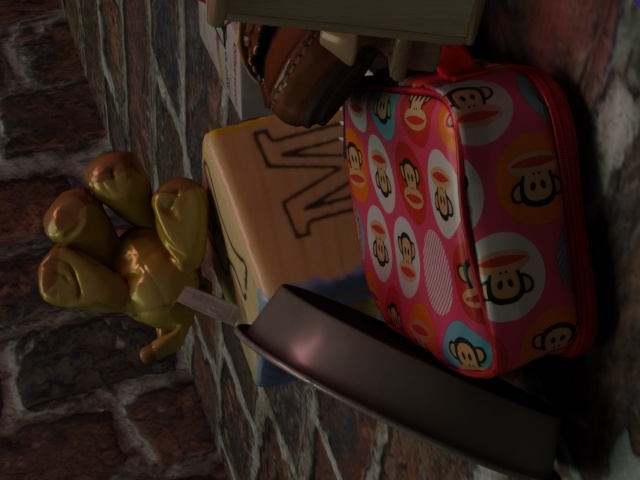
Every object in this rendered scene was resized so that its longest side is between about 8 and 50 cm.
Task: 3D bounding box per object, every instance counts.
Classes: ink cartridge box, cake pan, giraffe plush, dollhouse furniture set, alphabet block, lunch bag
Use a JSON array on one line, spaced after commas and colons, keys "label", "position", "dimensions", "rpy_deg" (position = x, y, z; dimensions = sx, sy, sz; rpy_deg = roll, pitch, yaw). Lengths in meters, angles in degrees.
[{"label": "ink cartridge box", "position": [-0.090, -0.250, 1.825], "dimensions": [0.127, 0.072, 0.175], "rpy_deg": [92, 159, -47]}, {"label": "cake pan", "position": [0.072, 0.112, 1.235], "dimensions": [0.054, 0.293, 0.293], "rpy_deg": [-65, 19, 1]}, {"label": "giraffe plush", "position": [-0.171, 0.023, 1.522], "dimensions": [0.210, 0.181, 0.170], "rpy_deg": [40, 176, 0]}, {"label": "dollhouse furniture set", "position": [0.015, -0.301, 1.034], "dimensions": [0.355, 0.174, 0.303], "rpy_deg": [-94, 12, -46]}, {"label": "alphabet block", "position": [0.000, 0.000, 1.481], "dimensions": [0.192, 0.193, 0.197], "rpy_deg": [102, 151, -58]}, {"label": "lunch bag", "position": [0.103, -0.044, 1.184], "dimensions": [0.293, 0.120, 0.258], "rpy_deg": [-148, 45, -71]}]

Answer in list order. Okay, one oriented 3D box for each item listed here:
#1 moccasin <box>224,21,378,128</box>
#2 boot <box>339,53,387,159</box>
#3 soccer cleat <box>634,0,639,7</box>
[{"label": "moccasin", "position": [-0.024, -0.217, 1.259], "dimensions": [0.139, 0.147, 0.380], "rpy_deg": [-50, 22, 31]}, {"label": "boot", "position": [0.036, -0.125, 1.410], "dimensions": [0.086, 0.069, 0.190], "rpy_deg": [-63, 31, 19]}, {"label": "soccer cleat", "position": [0.190, -0.185, 0.706], "dimensions": [0.318, 0.116, 0.108], "rpy_deg": [126, 128, -72]}]
